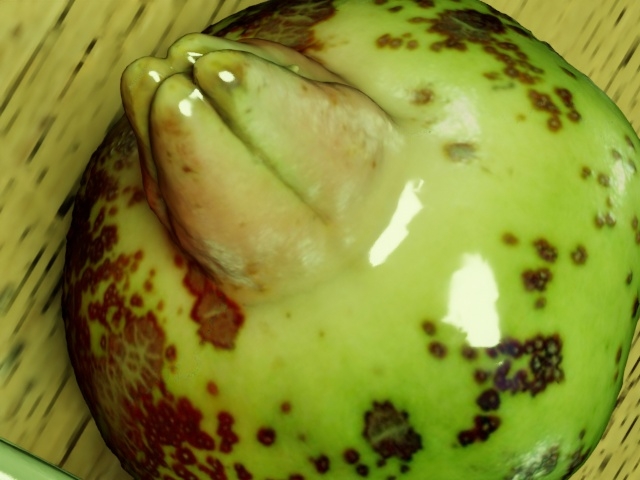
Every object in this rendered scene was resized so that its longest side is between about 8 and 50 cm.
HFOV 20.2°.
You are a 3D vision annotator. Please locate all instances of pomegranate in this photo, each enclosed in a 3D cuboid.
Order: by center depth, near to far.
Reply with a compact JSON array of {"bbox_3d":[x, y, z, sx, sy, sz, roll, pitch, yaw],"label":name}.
[{"bbox_3d":[0.000,0.000,0.604,0.214,0.214,0.248,-54,151,-4],"label":"pomegranate"}]

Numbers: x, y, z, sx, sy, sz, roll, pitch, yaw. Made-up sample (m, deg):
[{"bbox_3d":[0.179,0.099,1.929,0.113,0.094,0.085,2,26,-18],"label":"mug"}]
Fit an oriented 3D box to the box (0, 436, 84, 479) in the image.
[{"bbox_3d":[-0.122,0.113,0.617,0.172,0.124,0.093,30,80,-16],"label":"box"}]
